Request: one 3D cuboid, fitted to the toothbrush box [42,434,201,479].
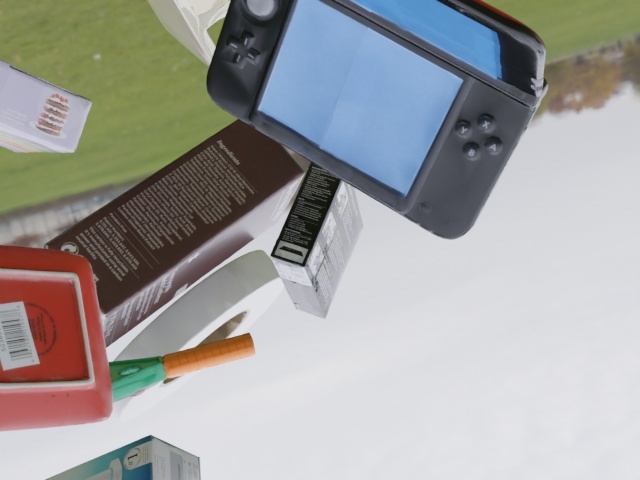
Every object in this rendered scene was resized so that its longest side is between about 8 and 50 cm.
[{"bbox_3d":[-0.327,0.452,1.490,0.295,0.216,0.126,-26,140,21],"label":"toothbrush box"}]

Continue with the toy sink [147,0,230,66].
[{"bbox_3d":[-0.153,-0.345,1.172,0.131,0.234,0.153,-38,-132,-8],"label":"toy sink"}]

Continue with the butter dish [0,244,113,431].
[{"bbox_3d":[-0.277,0.093,0.854,0.118,0.160,0.160,-25,160,36],"label":"butter dish"}]

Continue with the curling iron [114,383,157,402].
[{"bbox_3d":[-0.274,0.200,1.419,0.068,0.035,0.274,16,-163,28],"label":"curling iron"}]

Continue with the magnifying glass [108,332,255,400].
[{"bbox_3d":[-0.179,0.131,0.980,0.231,0.026,0.092,-12,-167,-9],"label":"magnifying glass"}]

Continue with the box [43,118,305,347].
[{"bbox_3d":[-0.219,-0.011,1.473,0.381,0.143,0.191,-39,172,-27],"label":"box"}]

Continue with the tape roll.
[{"bbox_3d":[-0.225,0.169,1.762,0.392,0.072,0.392,-41,173,-6],"label":"tape roll"}]

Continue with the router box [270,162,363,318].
[{"bbox_3d":[0.000,0.000,1.155,0.046,0.133,0.179,18,161,15],"label":"router box"}]

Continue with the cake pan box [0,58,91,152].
[{"bbox_3d":[-0.412,-0.172,1.080,0.267,0.070,0.245,23,171,-32],"label":"cake pan box"}]

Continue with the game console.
[{"bbox_3d":[0.009,-0.068,0.395,0.085,0.144,0.124,-40,158,-55],"label":"game console"}]
